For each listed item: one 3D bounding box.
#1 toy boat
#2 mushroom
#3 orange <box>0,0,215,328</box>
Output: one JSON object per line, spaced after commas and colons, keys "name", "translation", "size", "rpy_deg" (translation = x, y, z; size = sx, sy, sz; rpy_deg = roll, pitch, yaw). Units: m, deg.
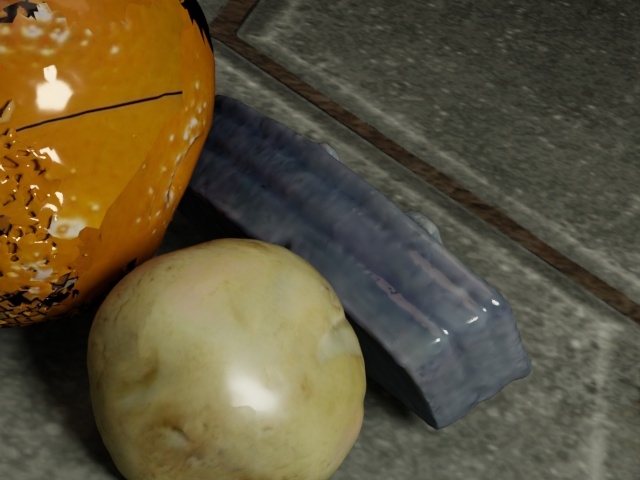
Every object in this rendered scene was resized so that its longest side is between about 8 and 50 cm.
{"name": "toy boat", "translation": [0.000, 0.000, 0.919], "size": [0.078, 0.127, 0.283], "rpy_deg": [-46, 54, -10]}
{"name": "mushroom", "translation": [-0.046, 0.068, 0.790], "size": [0.148, 0.112, 0.148], "rpy_deg": [9, 73, -31]}
{"name": "orange", "translation": [-0.155, -0.067, 0.844], "size": [0.182, 0.234, 0.234], "rpy_deg": [26, 29, 13]}
